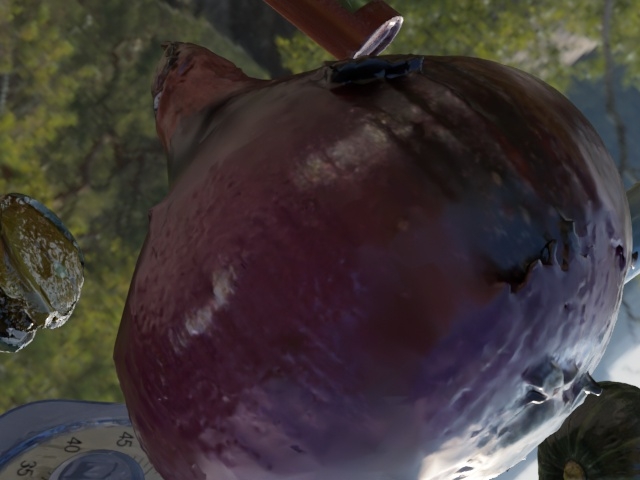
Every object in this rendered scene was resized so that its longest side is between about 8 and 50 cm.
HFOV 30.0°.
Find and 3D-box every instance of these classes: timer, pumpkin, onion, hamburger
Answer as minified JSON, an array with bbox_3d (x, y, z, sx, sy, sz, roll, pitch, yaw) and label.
[{"bbox_3d":[-0.234,0.332,1.344,0.395,0.395,0.173,-31,133,-43],"label":"timer"},{"bbox_3d":[0.369,0.283,1.518,0.152,0.211,0.211,-15,154,-36],"label":"pumpkin"},{"bbox_3d":[0.000,0.000,0.787,0.348,0.385,0.347,-34,155,-19],"label":"onion"},{"bbox_3d":[-0.358,0.033,1.371,0.113,0.185,0.177,-29,156,19],"label":"hamburger"}]

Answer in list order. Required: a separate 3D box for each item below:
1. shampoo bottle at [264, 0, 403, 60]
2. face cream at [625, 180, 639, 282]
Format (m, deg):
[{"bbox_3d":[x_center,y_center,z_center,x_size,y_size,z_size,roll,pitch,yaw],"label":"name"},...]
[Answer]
[{"bbox_3d":[-0.045,-0.333,1.468,0.118,0.314,0.076,-40,166,-44],"label":"shampoo bottle"},{"bbox_3d":[0.349,-0.029,1.229,0.250,0.077,0.077,-30,164,-35],"label":"face cream"}]
